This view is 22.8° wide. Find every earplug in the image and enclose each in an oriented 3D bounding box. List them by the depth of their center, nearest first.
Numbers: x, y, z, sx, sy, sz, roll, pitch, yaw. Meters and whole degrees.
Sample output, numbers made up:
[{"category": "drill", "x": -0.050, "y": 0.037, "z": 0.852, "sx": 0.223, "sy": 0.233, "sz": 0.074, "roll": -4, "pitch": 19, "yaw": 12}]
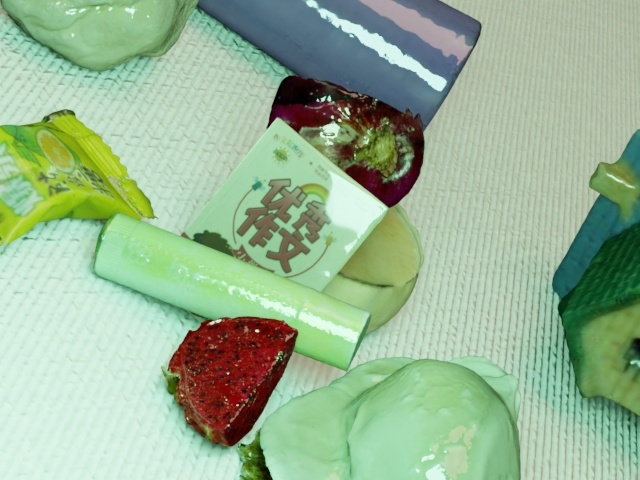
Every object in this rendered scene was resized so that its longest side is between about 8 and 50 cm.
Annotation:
[{"category": "earplug", "x": -0.007, "y": -0.334, "z": 2.297, "sx": 0.456, "sy": 0.215, "sz": 0.215, "roll": 30, "pitch": 30, "yaw": -4}]

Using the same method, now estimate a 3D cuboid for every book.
[{"category": "book", "x": -0.058, "y": 0.004, "z": 1.753, "sx": 0.162, "sy": 0.232, "sz": 0.022, "roll": 40, "pitch": 3, "yaw": 4}]

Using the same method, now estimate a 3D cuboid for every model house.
[{"category": "model house", "x": 0.466, "y": 0.084, "z": 2.125, "sx": 0.342, "sy": 0.335, "sz": 0.382, "roll": 29, "pitch": 34, "yaw": 6}]

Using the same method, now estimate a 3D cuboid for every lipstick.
[{"category": "lipstick", "x": -0.099, "y": 0.055, "z": 1.707, "sx": 0.304, "sy": 0.076, "sz": 0.076, "roll": 22, "pitch": 30, "yaw": 5}]

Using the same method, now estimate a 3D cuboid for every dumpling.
[{"category": "dumpling", "x": 0.105, "y": 0.224, "z": 1.612, "sx": 0.270, "sy": 0.212, "sz": 0.320, "roll": 51, "pitch": 14, "yaw": 3}]

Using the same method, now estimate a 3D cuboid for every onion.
[{"category": "onion", "x": 0.008, "y": -0.110, "z": 1.869, "sx": 0.195, "sy": 0.140, "sz": 0.218, "roll": 10, "pitch": 1, "yaw": -34}]

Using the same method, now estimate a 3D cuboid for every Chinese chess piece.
[{"category": "Chinese chess piece", "x": 0.000, "y": 0.000, "z": 1.927, "sx": 0.257, "sy": 0.104, "sz": 0.257, "roll": 25, "pitch": 32, "yaw": -18}]

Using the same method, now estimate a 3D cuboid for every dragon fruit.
[{"category": "dragon fruit", "x": -0.103, "y": 0.145, "z": 1.647, "sx": 0.106, "sy": 0.083, "sz": 0.162, "roll": 23, "pitch": 54, "yaw": 15}]

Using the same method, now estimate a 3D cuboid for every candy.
[{"category": "candy", "x": -0.316, "y": -0.074, "z": 1.723, "sx": 0.187, "sy": 0.081, "sz": 0.297, "roll": 48, "pitch": 32, "yaw": 16}]

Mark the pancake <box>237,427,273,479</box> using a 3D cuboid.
[{"category": "pancake", "x": -0.036, "y": 0.248, "z": 1.629, "sx": 0.116, "sy": 0.022, "sz": 0.129, "roll": 26, "pitch": 36, "yaw": -18}]

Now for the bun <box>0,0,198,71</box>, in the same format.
[{"category": "bun", "x": -0.273, "y": -0.350, "z": 2.030, "sx": 0.281, "sy": 0.205, "sz": 0.281, "roll": 28, "pitch": 31, "yaw": -19}]
